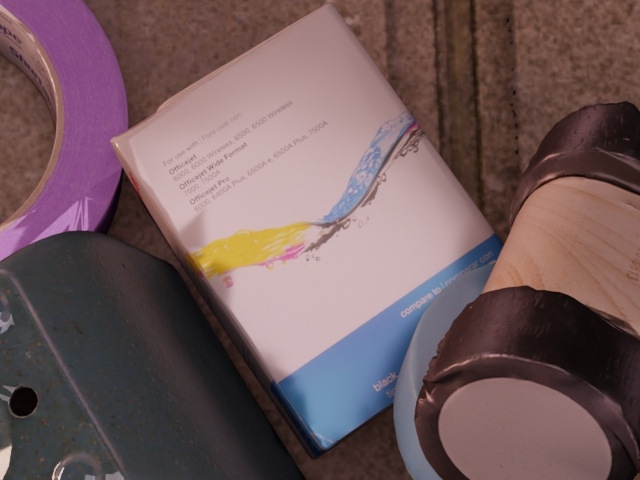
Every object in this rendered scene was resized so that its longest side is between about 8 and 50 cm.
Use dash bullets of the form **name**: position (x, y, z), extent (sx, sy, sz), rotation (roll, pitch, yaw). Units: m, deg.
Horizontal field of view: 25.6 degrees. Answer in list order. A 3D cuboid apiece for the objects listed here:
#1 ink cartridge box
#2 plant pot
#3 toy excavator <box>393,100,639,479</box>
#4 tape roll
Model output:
- **ink cartridge box**: position (0.000, 0.000, 0.928), extent (0.168, 0.171, 0.233), rotation (-34, 83, -7)
- **plant pot**: position (-0.169, 0.140, 0.828), extent (0.247, 0.252, 0.248), rotation (-34, 71, 0)
- **toy excavator**: position (0.226, 0.204, 0.800), extent (0.433, 0.445, 0.222), rotation (24, 43, 7)
- **tape roll**: position (-0.269, -0.070, 0.956), extent (0.274, 0.090, 0.275), rotation (2, 76, -8)
